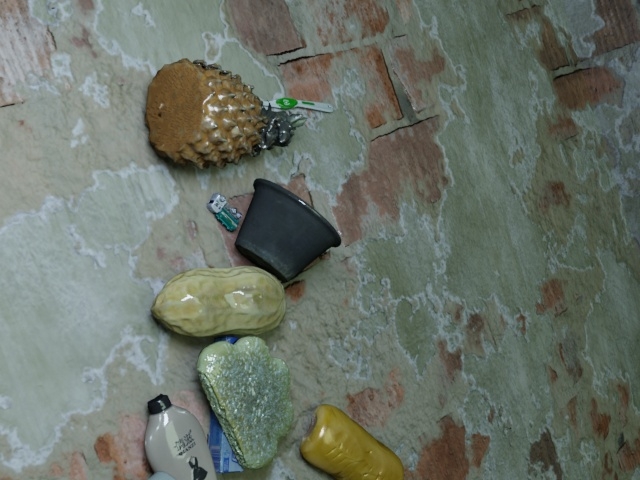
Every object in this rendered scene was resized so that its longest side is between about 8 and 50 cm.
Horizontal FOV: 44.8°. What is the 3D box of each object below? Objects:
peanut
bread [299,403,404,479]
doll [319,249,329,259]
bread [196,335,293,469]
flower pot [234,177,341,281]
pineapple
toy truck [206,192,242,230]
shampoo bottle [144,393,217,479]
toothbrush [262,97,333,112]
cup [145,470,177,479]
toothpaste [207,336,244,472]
[{"bbox_3d":[-0.194,0.123,1.573,0.313,0.152,0.152,4,79,-40],"label":"peanut"},{"bbox_3d":[0.083,0.500,1.794,0.305,0.091,0.142,42,62,-28],"label":"bread"},{"bbox_3d":[-0.004,-0.001,1.845,0.058,0.040,0.085,-41,114,-53],"label":"doll"},{"bbox_3d":[-0.134,0.311,1.587,0.207,0.056,0.287,-40,112,-41],"label":"bread"},{"bbox_3d":[-0.087,-0.006,1.672,0.235,0.235,0.148,42,76,-29],"label":"flower pot"},{"bbox_3d":[-0.180,-0.251,1.635,0.357,0.223,0.223,1,81,-51],"label":"pineapple"},{"bbox_3d":[-0.207,-0.061,1.671,0.083,0.039,0.044,47,68,-27],"label":"toy truck"},{"bbox_3d":[-0.268,0.416,1.493,0.127,0.078,0.257,-29,100,-41],"label":"shampoo bottle"},{"bbox_3d":[-0.079,-0.325,1.851,0.304,0.030,0.030,-4,84,-46],"label":"toothbrush"},{"bbox_3d":[-0.315,0.580,1.376,0.234,0.186,0.258,-36,134,-32],"label":"cup"},{"bbox_3d":[-0.188,0.336,1.599,0.066,0.053,0.272,12,73,-41],"label":"toothpaste"}]
